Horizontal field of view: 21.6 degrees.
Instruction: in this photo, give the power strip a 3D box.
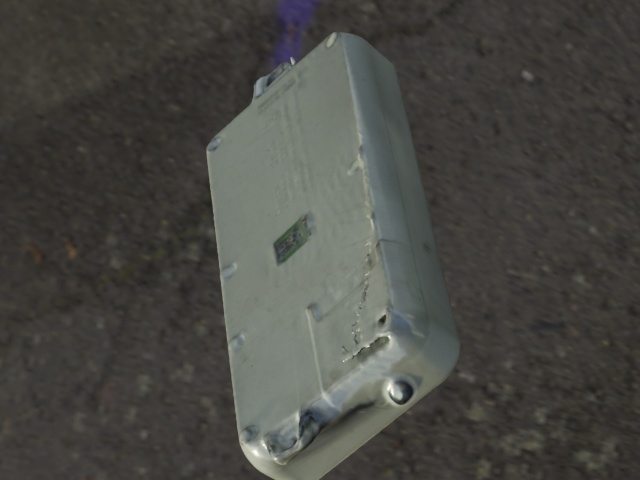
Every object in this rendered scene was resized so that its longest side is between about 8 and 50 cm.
[{"bbox_3d":[0.000,0.000,0.589,0.081,0.035,0.192,-40,34,22],"label":"power strip"}]
